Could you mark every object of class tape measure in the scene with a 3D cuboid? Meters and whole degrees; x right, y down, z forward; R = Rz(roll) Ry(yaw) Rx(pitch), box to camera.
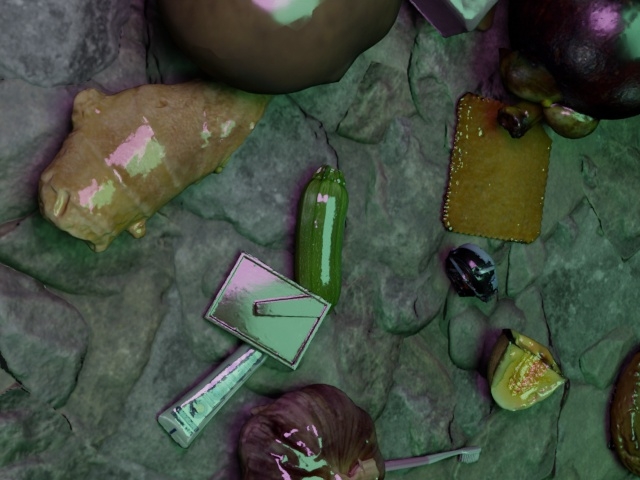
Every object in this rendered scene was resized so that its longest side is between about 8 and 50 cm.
[{"bbox_3d":[0.244,0.052,1.536,0.054,0.091,0.094,-34,115,-24],"label":"tape measure"}]

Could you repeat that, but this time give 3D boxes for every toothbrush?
[{"bbox_3d":[0.156,0.362,1.550,0.286,0.020,0.025,2,101,-35],"label":"toothbrush"}]

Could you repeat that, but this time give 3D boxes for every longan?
[{"bbox_3d":[-0.045,-0.332,1.179,0.350,0.288,0.288,-52,120,-28],"label":"longan"}]

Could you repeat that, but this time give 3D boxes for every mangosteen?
[{"bbox_3d":[0.437,-0.317,1.508,0.330,0.330,0.330,-4,98,-34],"label":"mangosteen"}]

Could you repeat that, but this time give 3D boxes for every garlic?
[{"bbox_3d":[-0.008,0.329,1.348,0.244,0.160,0.245,-5,98,-33],"label":"garlic"}]

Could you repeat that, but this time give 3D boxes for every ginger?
[{"bbox_3d":[-0.198,-0.121,1.195,0.354,0.126,0.190,-29,100,-32],"label":"ginger"}]

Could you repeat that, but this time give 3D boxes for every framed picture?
[{"bbox_3d":[-0.073,0.098,1.327,0.149,0.011,0.109,32,80,-7],"label":"framed picture"}]

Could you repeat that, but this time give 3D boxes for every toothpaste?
[{"bbox_3d":[-0.123,0.186,1.327,0.239,0.039,0.062,-44,103,-21],"label":"toothpaste"}]

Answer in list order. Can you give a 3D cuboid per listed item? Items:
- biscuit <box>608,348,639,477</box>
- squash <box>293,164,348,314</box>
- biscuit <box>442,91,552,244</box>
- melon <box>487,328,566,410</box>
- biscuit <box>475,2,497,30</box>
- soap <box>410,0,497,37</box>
[{"bbox_3d":[0.681,0.331,1.879,0.295,0.075,0.296,-4,97,-35],"label":"biscuit"},{"bbox_3d":[0.000,0.000,1.373,0.077,0.068,0.219,6,92,-24],"label":"squash"},{"bbox_3d":[0.304,-0.117,1.606,0.236,0.013,0.232,7,90,-36],"label":"biscuit"},{"bbox_3d":[0.329,0.220,1.628,0.160,0.079,0.128,34,94,-33],"label":"melon"},{"bbox_3d":[0.224,-0.510,1.490,0.217,0.044,0.325,13,88,-33],"label":"biscuit"},{"bbox_3d":[0.189,-0.495,1.381,0.296,0.107,0.285,45,77,-17],"label":"soap"}]
